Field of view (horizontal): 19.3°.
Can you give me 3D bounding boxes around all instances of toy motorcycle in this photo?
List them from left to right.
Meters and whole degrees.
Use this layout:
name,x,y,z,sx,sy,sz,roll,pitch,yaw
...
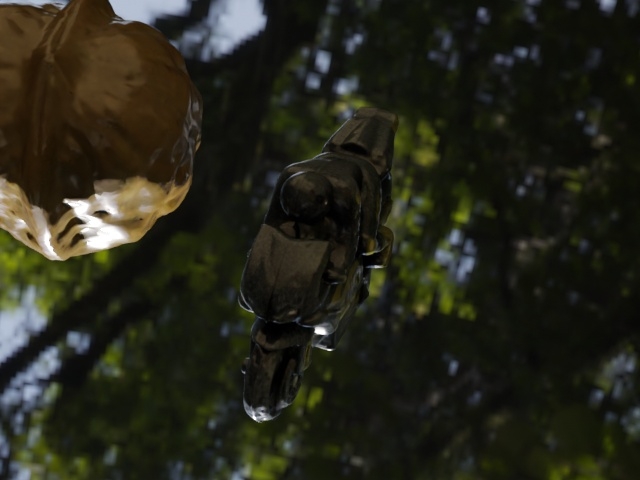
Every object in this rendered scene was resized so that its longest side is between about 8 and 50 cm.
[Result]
name,x,y,z,sx,sy,sz,roll,pitch,yaw
toy motorcycle,0.000,0.000,1.020,0.061,0.124,0.193,16,-132,16

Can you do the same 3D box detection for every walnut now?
name,x,y,z,sx,sy,sz,roll,pitch,yaw
walnut,-0.075,-0.036,0.567,0.079,0.082,0.096,10,163,3
